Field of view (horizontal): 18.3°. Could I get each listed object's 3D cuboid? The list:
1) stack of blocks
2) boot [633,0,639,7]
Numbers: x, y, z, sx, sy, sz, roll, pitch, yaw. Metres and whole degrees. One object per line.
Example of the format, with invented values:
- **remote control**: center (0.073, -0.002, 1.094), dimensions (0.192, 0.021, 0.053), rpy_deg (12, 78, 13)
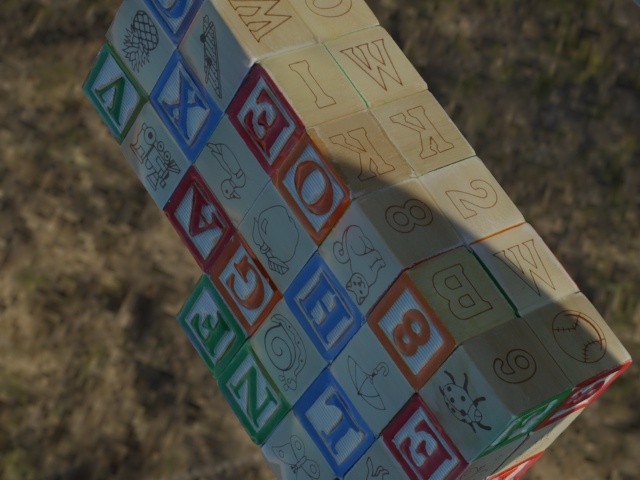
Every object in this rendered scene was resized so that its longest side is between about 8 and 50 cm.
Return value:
- **stack of blocks**: center (0.000, 0.000, 1.001), dimensions (0.297, 0.087, 0.171), rpy_deg (55, 139, 17)
- **boot**: center (0.328, -0.176, 1.474), dimensions (0.258, 0.123, 0.095), rpy_deg (52, -177, 26)
